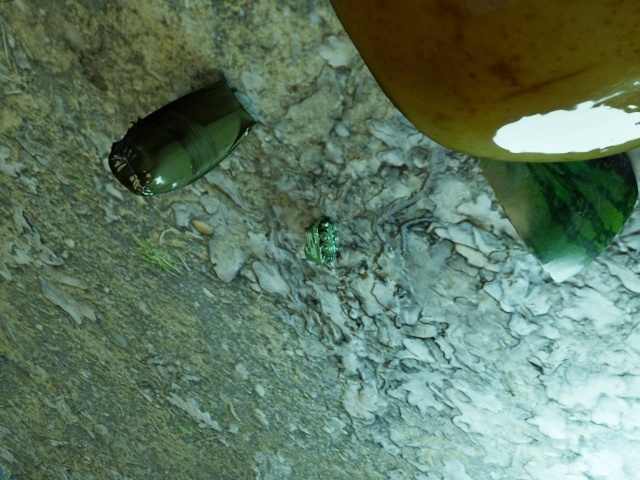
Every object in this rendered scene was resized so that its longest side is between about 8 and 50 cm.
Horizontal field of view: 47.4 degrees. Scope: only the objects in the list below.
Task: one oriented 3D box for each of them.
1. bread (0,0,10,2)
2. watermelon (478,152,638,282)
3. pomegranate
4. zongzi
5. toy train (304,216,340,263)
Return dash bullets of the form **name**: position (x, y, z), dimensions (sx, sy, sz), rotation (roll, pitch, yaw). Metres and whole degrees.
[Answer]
- **bread**: position (-0.386, -0.389, 0.941), dimensions (0.232, 0.088, 0.128), rotation (-8, 135, 26)
- **watermelon**: position (0.291, -0.077, 0.875), dimensions (0.146, 0.128, 0.231), rotation (-29, 112, 24)
- **pomegranate**: position (0.187, -0.267, 0.543), dimensions (0.417, 0.416, 0.416), rotation (15, 136, 15)
- **zongzi**: position (-0.235, -0.113, 1.027), dimensions (0.242, 0.221, 0.112), rotation (-24, 102, 44)
- **toy train**: position (0.000, 0.000, 1.144), dimensions (0.053, 0.033, 0.083), rotation (12, 135, 23)
